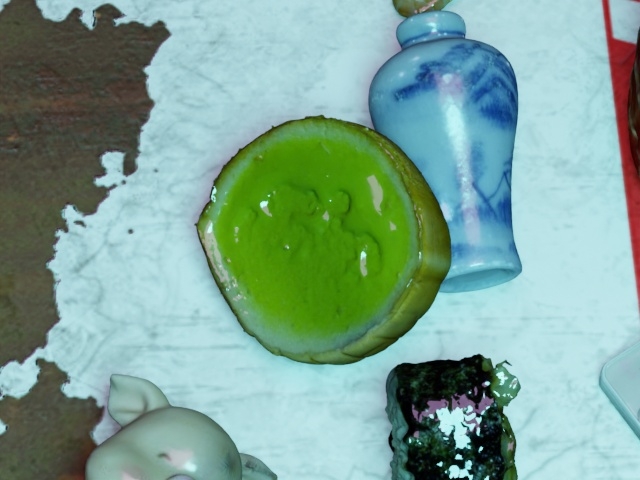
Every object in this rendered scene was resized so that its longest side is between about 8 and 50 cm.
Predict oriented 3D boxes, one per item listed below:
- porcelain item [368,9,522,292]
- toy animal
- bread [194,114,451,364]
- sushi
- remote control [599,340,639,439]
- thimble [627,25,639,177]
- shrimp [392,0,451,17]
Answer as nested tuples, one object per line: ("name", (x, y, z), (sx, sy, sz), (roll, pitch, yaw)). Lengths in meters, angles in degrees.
("porcelain item", (0.122, -0.085, 1.492), (0.141, 0.141, 0.259), (-8, 77, -1))
("toy animal", (-0.153, 0.251, 1.344), (0.166, 0.154, 0.250), (47, 60, -25))
("bread", (0.000, 0.000, 1.440), (0.236, 0.070, 0.236), (-3, 84, 26))
("sushi", (0.117, 0.206, 1.370), (0.115, 0.147, 0.212), (-6, 84, -7))
("remote control", (0.356, 0.190, 1.415), (0.103, 0.034, 0.250), (-30, 70, -11))
("thimble", (0.450, -0.151, 1.454), (0.350, 0.230, 0.350), (-1, 66, 3))
("shrimp", (0.118, -0.265, 1.623), (0.108, 0.023, 0.059), (-38, 63, -14))
